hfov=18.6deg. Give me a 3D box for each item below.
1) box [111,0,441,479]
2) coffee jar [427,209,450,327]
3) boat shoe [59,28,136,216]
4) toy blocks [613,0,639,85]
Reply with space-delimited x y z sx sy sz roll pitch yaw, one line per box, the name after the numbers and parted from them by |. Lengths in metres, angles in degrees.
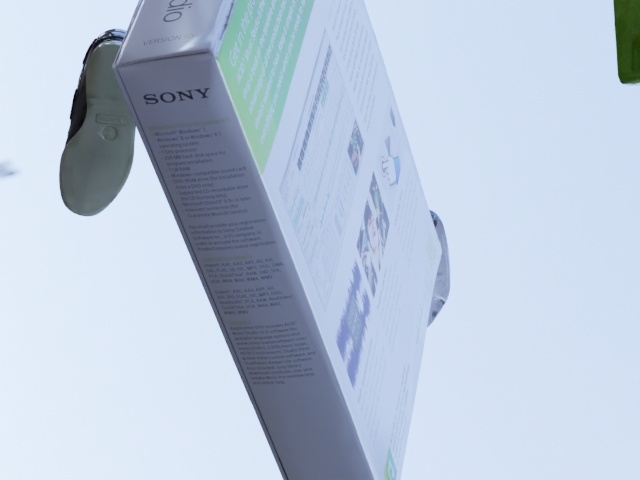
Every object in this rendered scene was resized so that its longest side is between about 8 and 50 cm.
-0.009 -0.036 1.038 0.232 0.058 0.322 -76 155 -48 | box
0.000 0.000 1.384 0.184 0.079 0.096 23 -45 38 | coffee jar
-0.148 -0.080 1.338 0.042 0.049 0.133 -93 -164 -65 | boat shoe
0.341 -0.083 0.718 0.381 0.261 0.191 -12 -102 46 | toy blocks
